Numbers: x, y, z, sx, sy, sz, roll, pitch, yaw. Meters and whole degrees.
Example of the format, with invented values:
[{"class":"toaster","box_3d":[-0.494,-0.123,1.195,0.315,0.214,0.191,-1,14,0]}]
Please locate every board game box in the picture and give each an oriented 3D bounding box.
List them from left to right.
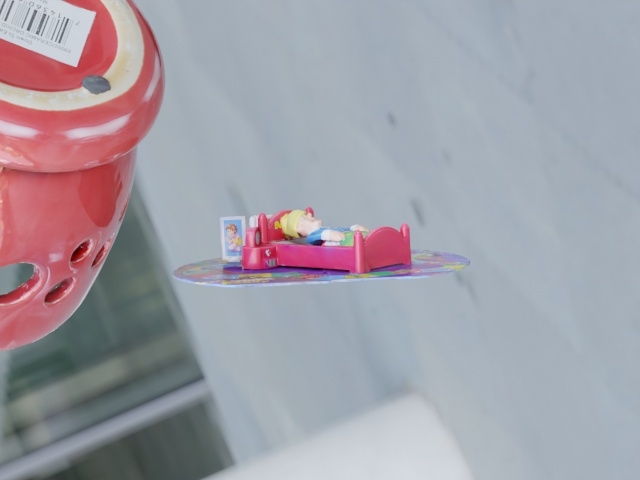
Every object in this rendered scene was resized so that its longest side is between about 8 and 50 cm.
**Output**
[{"class":"board game box","box_3d":[0.000,0.000,1.118,0.133,0.168,0.033,-120,27,-83]}]

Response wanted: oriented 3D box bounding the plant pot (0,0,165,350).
[{"class":"plant pot","box_3d":[-0.188,-0.060,1.082,0.191,0.191,0.174,62,141,26]}]
